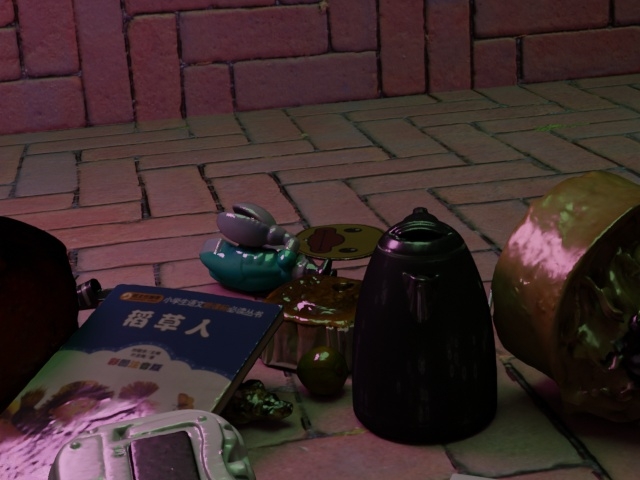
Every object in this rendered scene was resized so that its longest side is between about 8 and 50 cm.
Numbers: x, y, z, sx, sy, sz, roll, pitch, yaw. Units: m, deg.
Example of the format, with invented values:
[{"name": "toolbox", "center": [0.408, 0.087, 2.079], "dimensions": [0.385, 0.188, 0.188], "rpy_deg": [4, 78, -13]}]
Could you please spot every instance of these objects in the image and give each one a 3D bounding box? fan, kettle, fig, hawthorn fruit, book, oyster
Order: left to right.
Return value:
[{"name": "hawthorn fruit", "center": [-0.509, 0.101, 1.618], "dimensions": [0.316, 0.315, 0.316], "rpy_deg": [-3, 18, 1]}, {"name": "book", "center": [-0.267, 0.209, 1.496], "dimensions": [0.300, 0.039, 0.428], "rpy_deg": [5, 36, 24]}, {"name": "oyster", "center": [-0.187, 0.215, 1.596], "dimensions": [0.345, 0.078, 0.129], "rpy_deg": [6, 12, 34]}, {"name": "fig", "center": [-0.002, 0.196, 1.607], "dimensions": [0.088, 0.074, 0.074], "rpy_deg": [-11, 8, 45]}, {"name": "fan", "center": [0.000, 0.001, 2.281], "dimensions": [0.335, 0.011, 0.229], "rpy_deg": [0, 19, 6]}, {"name": "kettle", "center": [0.142, 0.099, 1.527], "dimensions": [0.208, 0.290, 0.268], "rpy_deg": [-3, 17, 5]}]

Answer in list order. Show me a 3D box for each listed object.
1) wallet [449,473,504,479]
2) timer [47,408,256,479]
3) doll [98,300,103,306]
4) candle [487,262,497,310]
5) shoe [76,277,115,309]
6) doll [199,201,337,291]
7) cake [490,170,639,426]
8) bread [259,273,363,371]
[{"name": "wallet", "center": [0.213, 0.311, 1.293], "dimensions": [0.122, 0.025, 0.061], "rpy_deg": [4, 27, 21]}, {"name": "timer", "center": [-0.190, 0.299, 1.232], "dimensions": [0.237, 0.087, 0.262], "rpy_deg": [-11, 34, -11]}, {"name": "doll", "center": [-0.293, 0.146, 1.806], "dimensions": [0.245, 0.076, 0.142], "rpy_deg": [16, 25, 37]}, {"name": "candle", "center": [0.451, 0.035, 1.771], "dimensions": [0.343, 0.221, 0.221], "rpy_deg": [1, 19, 14]}, {"name": "shoe", "center": [-0.420, 0.093, 2.021], "dimensions": [0.179, 0.049, 0.071], "rpy_deg": [-5, 18, -3]}, {"name": "doll", "center": [-0.094, 0.036, 2.033], "dimensions": [0.258, 0.195, 0.153], "rpy_deg": [23, 58, 2]}, {"name": "cake", "center": [0.442, 0.097, 1.449], "dimensions": [0.332, 0.332, 0.321], "rpy_deg": [-15, 30, -30]}, {"name": "bread", "center": [0.009, 0.127, 1.748], "dimensions": [0.192, 0.109, 0.210], "rpy_deg": [8, 22, 29]}]
